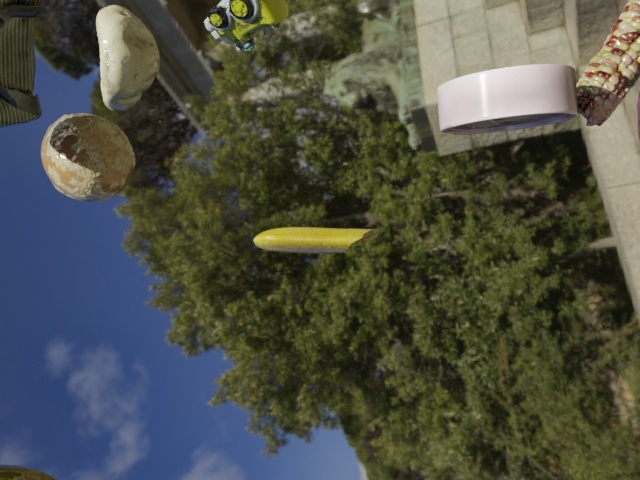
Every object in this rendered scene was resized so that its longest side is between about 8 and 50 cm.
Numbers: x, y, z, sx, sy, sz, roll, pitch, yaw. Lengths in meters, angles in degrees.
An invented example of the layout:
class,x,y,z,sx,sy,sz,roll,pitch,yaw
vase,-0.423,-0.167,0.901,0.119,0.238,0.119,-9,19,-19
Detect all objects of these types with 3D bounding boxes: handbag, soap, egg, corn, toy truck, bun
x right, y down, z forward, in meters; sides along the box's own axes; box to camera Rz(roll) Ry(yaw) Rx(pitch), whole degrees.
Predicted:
class,x,y,z,sx,sy,sz,roll,pitch,yaw
handbag,-0.646,-0.358,1.130,0.247,0.240,0.340,50,136,37
soap,0.000,0.000,0.793,0.089,0.169,0.033,154,115,-86
egg,-0.541,-0.192,1.450,0.203,0.245,0.203,-30,-44,-34
corn,0.484,-0.305,0.973,0.280,0.092,0.092,-56,-20,5
toy truck,-0.096,-0.292,0.820,0.077,0.111,0.076,49,-133,-29
bun,-0.329,-0.309,1.078,0.183,0.102,0.183,178,90,-72

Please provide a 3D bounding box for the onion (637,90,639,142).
class,x,y,z,sx,sy,sz,roll,pitch,yaw
onion,0.362,-0.100,0.554,0.267,0.159,0.348,-64,-28,-26

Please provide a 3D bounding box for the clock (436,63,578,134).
class,x,y,z,sx,sy,sz,roll,pitch,yaw
clock,0.273,-0.203,0.924,0.197,0.197,0.068,-13,-82,-72

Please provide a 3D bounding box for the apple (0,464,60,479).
class,x,y,z,sx,sy,sz,roll,pitch,yaw
apple,-0.407,0.396,0.743,0.261,0.194,0.260,-10,-72,-32
